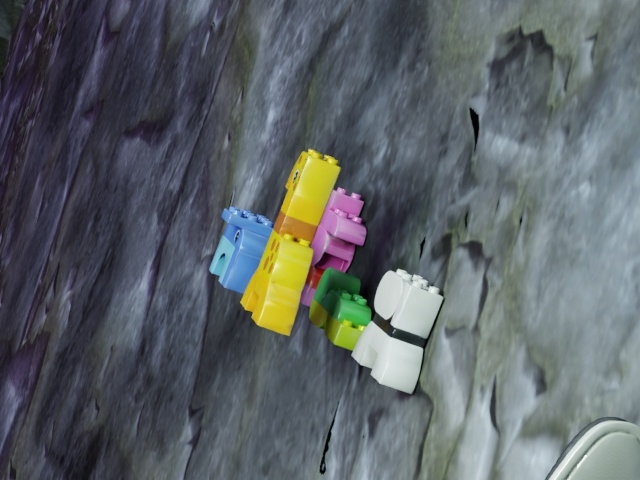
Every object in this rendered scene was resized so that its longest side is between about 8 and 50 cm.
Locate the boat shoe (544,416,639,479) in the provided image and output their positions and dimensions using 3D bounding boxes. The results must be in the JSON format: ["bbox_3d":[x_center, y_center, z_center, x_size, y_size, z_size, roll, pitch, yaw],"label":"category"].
[{"bbox_3d":[0.087,0.118,0.746,0.038,0.046,0.125,-124,47,-65],"label":"boat shoe"}]

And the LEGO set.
[{"bbox_3d":[0.000,0.000,1.092,0.227,0.087,0.093,-140,70,-72],"label":"LEGO set"}]
